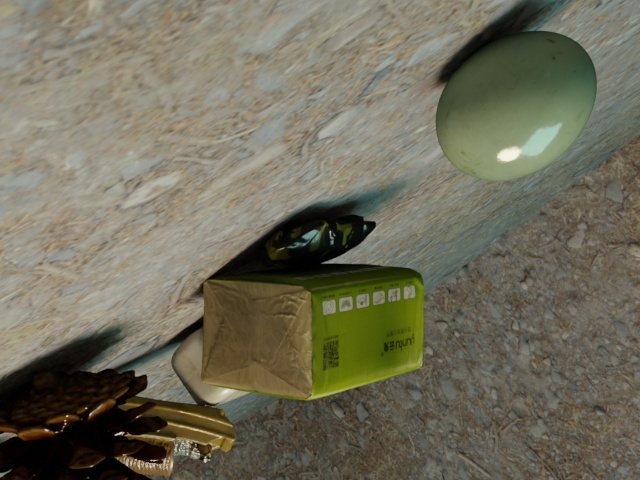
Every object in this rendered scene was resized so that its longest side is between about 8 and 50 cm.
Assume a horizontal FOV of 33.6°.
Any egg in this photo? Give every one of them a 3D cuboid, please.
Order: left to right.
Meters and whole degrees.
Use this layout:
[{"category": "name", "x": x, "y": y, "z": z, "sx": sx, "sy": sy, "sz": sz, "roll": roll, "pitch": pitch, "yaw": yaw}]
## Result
[{"category": "egg", "x": 0.215, "y": -0.148, "z": 1.172, "sx": 0.192, "sy": 0.149, "sz": 0.149, "roll": -34, "pitch": 170, "yaw": 31}]

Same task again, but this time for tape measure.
[{"category": "tape measure", "x": -0.111, "y": 0.165, "z": 1.769, "sx": 0.265, "sy": 0.130, "sz": 0.258, "roll": -41, "pitch": 167, "yaw": 20}]

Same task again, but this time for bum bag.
[{"category": "bum bag", "x": 0.000, "y": 0.000, "z": 1.491, "sx": 0.106, "sy": 0.060, "sz": 0.232, "roll": -34, "pitch": 170, "yaw": 23}]

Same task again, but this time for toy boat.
[{"category": "toy boat", "x": -0.287, "y": 0.306, "z": 1.647, "sx": 0.310, "sy": 0.115, "sz": 0.089, "roll": 10, "pitch": 152, "yaw": -14}]

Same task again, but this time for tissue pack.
[{"category": "tissue pack", "x": -0.007, "y": 0.123, "z": 1.517, "sx": 0.200, "sy": 0.167, "sz": 0.274, "roll": 4, "pitch": -176, "yaw": 37}]

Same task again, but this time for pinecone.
[{"category": "pinecone", "x": -0.330, "y": 0.293, "z": 1.419, "sx": 0.264, "sy": 0.264, "sz": 0.264, "roll": -31, "pitch": 170, "yaw": -6}]

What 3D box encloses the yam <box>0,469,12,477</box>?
[{"category": "yam", "x": -0.579, "y": 0.482, "z": 1.601, "sx": 0.348, "sy": 0.241, "sz": 0.241, "roll": -31, "pitch": 171, "yaw": 27}]
